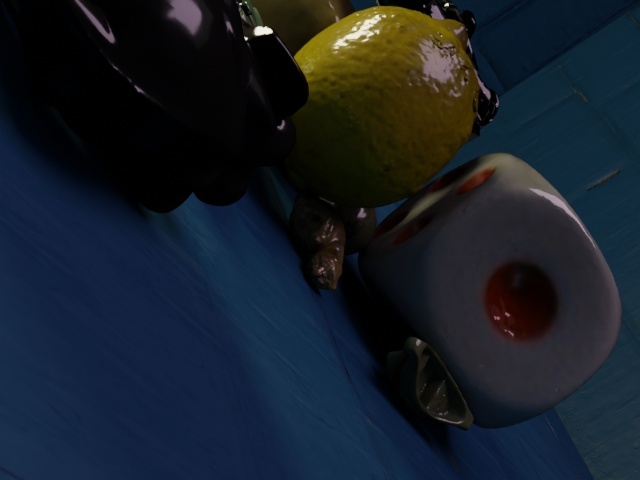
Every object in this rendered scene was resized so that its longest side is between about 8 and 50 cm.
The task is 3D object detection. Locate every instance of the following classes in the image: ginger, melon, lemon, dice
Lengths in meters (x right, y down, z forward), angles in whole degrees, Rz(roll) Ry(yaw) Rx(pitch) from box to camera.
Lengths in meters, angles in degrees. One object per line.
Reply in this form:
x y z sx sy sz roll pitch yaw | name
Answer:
-0.004 -0.007 1.429 0.096 0.067 0.165 61 10 -28 | ginger
0.034 -0.029 1.585 0.098 0.098 0.130 55 10 -10 | melon
0.076 -0.178 1.450 0.245 0.320 0.245 47 -12 13 | lemon
0.240 0.069 1.592 0.304 0.277 0.304 53 -4 -10 | dice

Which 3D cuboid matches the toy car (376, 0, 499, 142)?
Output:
0.171 -0.296 1.690 0.193 0.118 0.301 17 52 -49 | toy car

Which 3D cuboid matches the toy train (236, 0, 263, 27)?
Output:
-0.140 -0.270 1.441 0.159 0.129 0.326 57 7 -32 | toy train

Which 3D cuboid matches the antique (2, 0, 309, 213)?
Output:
-0.151 -0.166 0.930 0.255 0.185 0.322 52 9 17 | antique

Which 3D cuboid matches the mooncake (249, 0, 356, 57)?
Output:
0.011 -0.261 1.760 0.394 0.246 0.393 55 19 -15 | mooncake

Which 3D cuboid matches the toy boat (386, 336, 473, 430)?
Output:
0.135 0.183 1.422 0.071 0.089 0.185 6 -37 41 | toy boat
